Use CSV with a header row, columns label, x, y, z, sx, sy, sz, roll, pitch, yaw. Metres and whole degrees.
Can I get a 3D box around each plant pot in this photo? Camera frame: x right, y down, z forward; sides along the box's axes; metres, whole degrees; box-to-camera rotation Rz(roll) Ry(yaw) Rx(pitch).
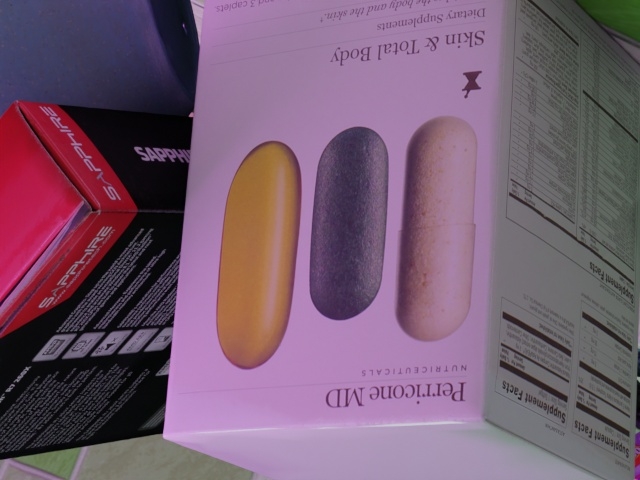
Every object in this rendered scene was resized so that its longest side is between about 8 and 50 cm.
label,x,y,z,sx,sy,sz,roll,pitch,yaw
plant pot,-0.187,-0.128,1.257,0.195,0.290,0.290,-13,167,9

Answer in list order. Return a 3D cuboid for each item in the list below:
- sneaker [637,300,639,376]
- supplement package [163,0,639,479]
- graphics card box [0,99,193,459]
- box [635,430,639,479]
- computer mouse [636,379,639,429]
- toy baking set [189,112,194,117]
label,x,y,z,sx,sy,sz,roll,pitch,yaw
sneaker,0.262,0.037,1.684,0.236,0.130,0.323,9,165,31
supplement package,0.055,0.001,1.119,0.199,0.262,0.198,-6,160,30
graphics card box,-0.122,0.029,1.236,0.094,0.233,0.371,51,-157,21
box,0.420,0.187,1.801,0.293,0.057,0.201,-27,-157,-31
computer mouse,0.217,0.137,1.736,0.188,0.072,0.272,16,175,42
toy baking set,-0.070,-0.116,1.928,0.197,0.030,0.256,16,180,4
